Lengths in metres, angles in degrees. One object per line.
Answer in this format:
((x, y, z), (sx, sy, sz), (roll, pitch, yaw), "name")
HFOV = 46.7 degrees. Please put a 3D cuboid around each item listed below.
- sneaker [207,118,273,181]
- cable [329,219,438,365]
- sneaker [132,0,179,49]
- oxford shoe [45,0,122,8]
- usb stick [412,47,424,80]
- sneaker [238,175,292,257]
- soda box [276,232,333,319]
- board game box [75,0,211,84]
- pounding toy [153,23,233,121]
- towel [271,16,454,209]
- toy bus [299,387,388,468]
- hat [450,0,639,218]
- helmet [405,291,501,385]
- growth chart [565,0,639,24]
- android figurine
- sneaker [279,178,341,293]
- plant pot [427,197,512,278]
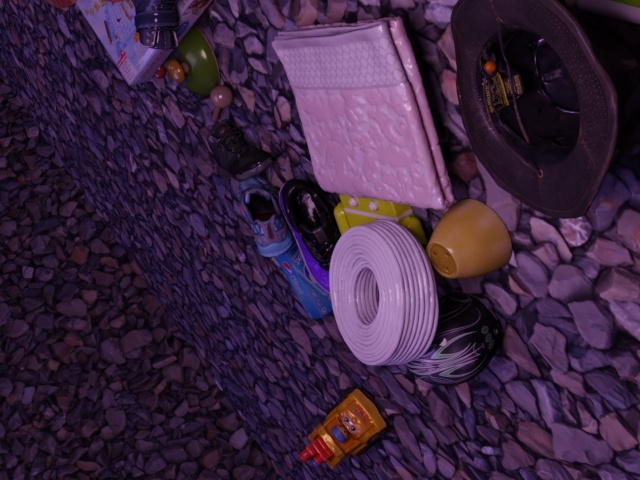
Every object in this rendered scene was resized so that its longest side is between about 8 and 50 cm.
((-0.199, -0.212, 1.738), (0.227, 0.087, 0.130), (20, 141, 59), "sneaker")
((0.106, 0.092, 1.298), (0.257, 0.089, 0.257), (-4, 89, 64), "cable")
((-0.296, -0.468, 1.469), (0.226, 0.086, 0.163), (-2, 97, 46), "sneaker")
((-0.440, -0.565, 1.464), (0.397, 0.146, 0.140), (11, 148, 40), "oxford shoe")
((0.084, -0.251, 1.262), (0.077, 0.045, 0.278), (61, 153, -3), "usb stick")
((-0.129, -0.086, 1.677), (0.262, 0.104, 0.125), (-118, 9, -46), "sneaker")
((-0.036, 0.084, 1.796), (0.210, 0.067, 0.071), (61, 153, -5), "soda box")
((-0.408, -0.564, 1.620), (0.319, 0.066, 0.318), (-36, 86, 39), "board game box")
((-0.317, -0.386, 1.732), (0.237, 0.110, 0.183), (60, 154, -3), "pounding toy")
((0.060, -0.207, 1.242), (0.332, 0.053, 0.317), (16, 132, 54), "towel")
((0.046, 0.513, 1.952), (0.149, 0.211, 0.220), (52, 151, 16), "toy bus")
((0.287, -0.183, 0.891), (0.331, 0.134, 0.331), (160, 90, -79), "hat")
((0.228, 0.185, 1.346), (0.169, 0.161, 0.169), (40, 148, 32), "helmet")
((0.325, -0.341, 0.786), (0.172, 0.021, 0.237), (25, 139, 46), "growth chart")
((0.117, -0.026, 1.437), (0.248, 0.056, 0.273), (18, 134, 53), "android figurine")
((-0.001, 0.000, 1.561), (0.293, 0.102, 0.146), (59, 175, -2), "sneaker")
((0.234, 0.011, 1.228), (0.134, 0.095, 0.134), (40, 149, 31), "plant pot")
